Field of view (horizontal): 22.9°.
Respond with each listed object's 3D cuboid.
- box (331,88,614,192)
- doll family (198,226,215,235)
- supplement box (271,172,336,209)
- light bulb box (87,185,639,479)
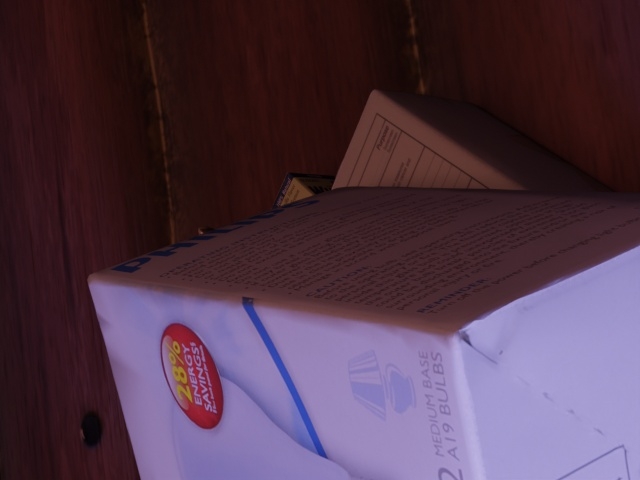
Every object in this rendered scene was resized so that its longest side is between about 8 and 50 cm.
[{"bbox_3d":[0.146,0.022,1.119,0.311,0.121,0.148,40,116,39],"label":"box"},{"bbox_3d":[-0.062,0.078,1.366,0.193,0.076,0.111,41,112,35],"label":"doll family"},{"bbox_3d":[0.000,0.000,1.316,0.083,0.056,0.083,43,117,38],"label":"supplement box"},{"bbox_3d":[0.071,0.164,0.953,0.361,0.225,0.358,4,109,53],"label":"light bulb box"}]
